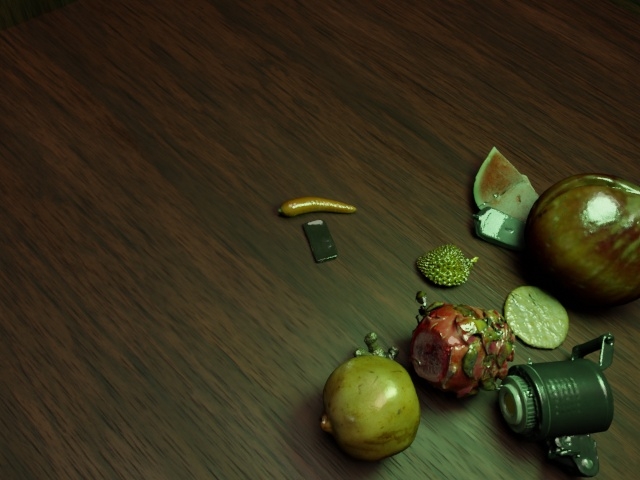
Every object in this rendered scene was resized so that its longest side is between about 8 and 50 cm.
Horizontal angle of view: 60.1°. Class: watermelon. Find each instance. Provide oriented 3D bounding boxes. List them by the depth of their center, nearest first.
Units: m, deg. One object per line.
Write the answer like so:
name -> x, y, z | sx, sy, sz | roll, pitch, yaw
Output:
watermelon -> 0.663, -0.184, 1.946 | 0.255, 0.176, 0.260 | 0, 41, -12

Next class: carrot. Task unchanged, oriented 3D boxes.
carrot -> -0.012, -0.118, 1.869 | 0.270, 0.062, 0.066 | -5, 24, -16

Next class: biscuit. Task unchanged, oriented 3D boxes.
biscuit -> 0.676, 0.238, 1.735 | 0.219, 0.033, 0.220 | 4, 56, -6

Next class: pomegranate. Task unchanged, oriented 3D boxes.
pomegranate -> 0.121, 0.419, 1.399 | 0.264, 0.264, 0.265 | 4, 55, -6

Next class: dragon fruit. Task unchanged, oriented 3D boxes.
dragon fruit -> 0.397, 0.287, 1.538 | 0.290, 0.251, 0.269 | -9, 24, -34

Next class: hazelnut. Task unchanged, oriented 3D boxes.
hazelnut -> 0.854, -0.008, 1.718 | 0.429, 0.402, 0.402 | 40, 58, 1

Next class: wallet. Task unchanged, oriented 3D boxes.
wallet -> 0.000, 0.000, 1.809 | 0.082, 0.018, 0.157 | -13, 59, -16

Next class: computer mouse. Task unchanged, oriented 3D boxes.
computer mouse -> 0.617, -0.036, 1.885 | 0.228, 0.068, 0.113 | 25, 85, 3

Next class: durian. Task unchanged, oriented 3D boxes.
durian -> 0.423, 0.074, 1.773 | 0.208, 0.102, 0.147 | -7, 51, -17

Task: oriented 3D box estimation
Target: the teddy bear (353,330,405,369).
teddy bear -> 0.166, 0.340, 1.571 | 0.160, 0.078, 0.119 | 41, 76, -6

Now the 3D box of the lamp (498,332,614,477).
lamp -> 0.626, 0.418, 1.496 | 0.271, 0.205, 0.374 | 15, 66, -3
